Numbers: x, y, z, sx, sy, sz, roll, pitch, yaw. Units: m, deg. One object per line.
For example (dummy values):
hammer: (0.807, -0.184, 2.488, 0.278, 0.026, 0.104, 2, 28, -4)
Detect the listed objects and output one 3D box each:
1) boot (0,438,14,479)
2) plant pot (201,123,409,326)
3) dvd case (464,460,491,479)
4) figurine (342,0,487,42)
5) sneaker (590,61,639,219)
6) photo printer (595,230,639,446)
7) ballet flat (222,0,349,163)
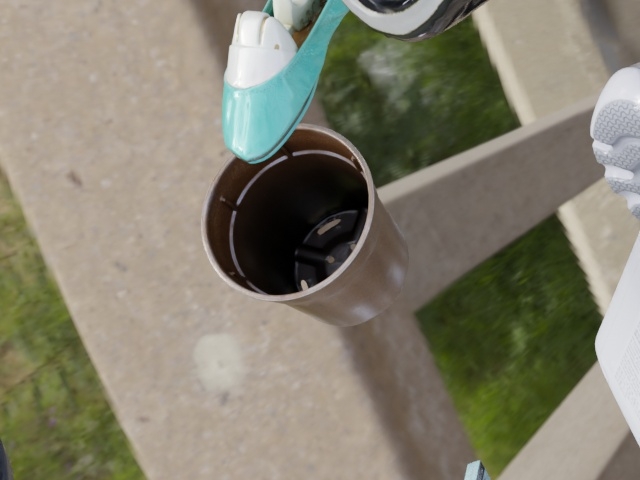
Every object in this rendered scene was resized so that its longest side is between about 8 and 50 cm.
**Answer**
boot: (-0.405, 0.184, 1.318, 0.146, 0.367, 0.445, -13, 140, -2)
plant pot: (0.000, 0.000, 1.349, 0.167, 0.165, 0.167, -8, 68, 21)
dvd case: (0.127, 0.225, 1.011, 0.013, 0.087, 0.119, -23, 107, 21)
figurine: (0.058, -0.208, 0.539, 0.215, 0.209, 0.092, 56, 152, 4)
sneaker: (0.260, -0.038, 0.772, 0.105, 0.281, 0.115, 1, 69, 61)
photo printer: (0.387, 0.111, 1.433, 0.307, 0.107, 0.256, 95, 157, -54)
ballet flat: (-0.032, -0.182, 1.233, 0.083, 0.247, 0.087, 5, 146, 36)
